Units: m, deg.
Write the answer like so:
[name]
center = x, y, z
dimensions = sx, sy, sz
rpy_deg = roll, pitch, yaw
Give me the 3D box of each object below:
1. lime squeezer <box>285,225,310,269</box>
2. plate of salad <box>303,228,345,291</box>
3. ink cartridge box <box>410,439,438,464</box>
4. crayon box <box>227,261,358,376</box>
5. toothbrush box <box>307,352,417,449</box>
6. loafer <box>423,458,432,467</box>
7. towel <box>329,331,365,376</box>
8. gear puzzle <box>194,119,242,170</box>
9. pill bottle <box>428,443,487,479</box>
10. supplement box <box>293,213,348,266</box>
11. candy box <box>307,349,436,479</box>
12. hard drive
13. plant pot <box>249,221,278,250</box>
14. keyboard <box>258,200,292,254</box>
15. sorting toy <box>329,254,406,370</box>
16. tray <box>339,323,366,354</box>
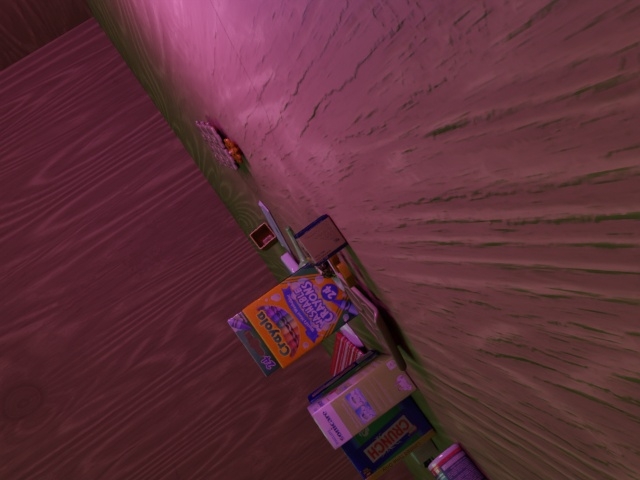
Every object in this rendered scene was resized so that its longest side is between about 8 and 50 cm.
[lime squeezer]
center = -0.035, 0.102, 2.006
dimensions = 0.310, 0.059, 0.110
rpy_deg = 59, 169, -31
[plate of salad]
center = 0.001, 0.058, 1.666
dimensions = 0.199, 0.048, 0.200
rpy_deg = 56, 174, 10
[ink cartridge box]
center = 0.303, 0.658, 2.187
dimensions = 0.203, 0.086, 0.148
rpy_deg = 58, 170, -17
[crayon box]
center = -0.076, 0.217, 1.782
dimensions = 0.203, 0.323, 0.083
rpy_deg = 55, 171, 0
[toothbrush box]
center = 0.114, 0.455, 1.803
dimensions = 0.122, 0.283, 0.206
rpy_deg = 54, 172, 4
[loafer]
center = 0.365, 0.832, 2.517
dimensions = 0.220, 0.078, 0.080
rpy_deg = 47, 168, 41
[towel]
center = 0.135, 0.464, 2.184
dimensions = 0.275, 0.031, 0.198
rpy_deg = 37, 133, 37
[gear puzzle]
center = -0.310, -0.309, 1.996
dimensions = 0.175, 0.044, 0.339
rpy_deg = 60, 167, -23
[pill bottle]
center = 0.384, 0.648, 1.672
dimensions = 0.180, 0.108, 0.108
rpy_deg = 50, 170, 26
[supplement box]
center = 0.000, 0.000, 1.369
dimensions = 0.083, 0.083, 0.056
rpy_deg = 54, 172, -4
[candy box]
center = 0.157, 0.552, 1.974
dimensions = 0.317, 0.268, 0.122
rpy_deg = 54, 175, 2
[hard drive]
center = -0.030, 0.199, 2.350
dimensions = 0.307, 0.040, 0.203
rpy_deg = 50, 171, 24
[plant pot]
center = -0.214, -0.006, 2.463
dimensions = 0.081, 0.081, 0.083
rpy_deg = 51, 180, 24
[keyboard]
center = -0.161, -0.043, 2.272
dimensions = 0.072, 0.014, 0.256
rpy_deg = 40, 164, 40
[sorting toy]
center = 0.112, 0.154, 1.518
dimensions = 0.307, 0.041, 0.229
rpy_deg = 62, 173, -35
[tray]
center = 0.116, 0.377, 2.307
dimensions = 0.145, 0.030, 0.270
rpy_deg = 50, 170, 24
